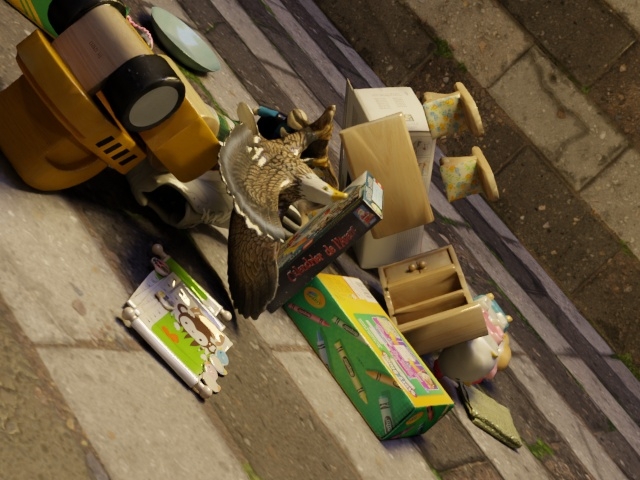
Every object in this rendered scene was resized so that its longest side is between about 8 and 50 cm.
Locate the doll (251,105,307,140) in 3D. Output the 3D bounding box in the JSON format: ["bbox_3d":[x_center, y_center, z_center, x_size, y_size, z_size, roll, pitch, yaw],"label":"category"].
[{"bbox_3d":[-0.089,-0.199,2.059,0.129,0.189,0.046,40,48,-21],"label":"doll"}]

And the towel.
[{"bbox_3d":[0.323,0.331,2.073,0.148,0.027,0.110,37,20,-27],"label":"towel"}]

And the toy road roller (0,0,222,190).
[{"bbox_3d":[-0.300,-0.171,1.469,0.202,0.240,0.329,53,1,19],"label":"toy road roller"}]

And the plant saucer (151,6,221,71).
[{"bbox_3d":[-0.297,-0.419,2.333,0.195,0.037,0.195,41,18,-16],"label":"plant saucer"}]

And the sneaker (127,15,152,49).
[{"bbox_3d":[-0.378,-0.407,2.119,0.119,0.047,0.057,45,36,5],"label":"sneaker"}]

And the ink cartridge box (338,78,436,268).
[{"bbox_3d":[0.126,-0.146,2.227,0.130,0.309,0.272,-2,33,-11],"label":"ink cartridge box"}]

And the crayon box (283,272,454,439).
[{"bbox_3d":[0.077,0.181,1.743,0.278,0.081,0.165,53,18,23],"label":"crayon box"}]

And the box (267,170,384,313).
[{"bbox_3d":[0.000,0.000,1.719,0.044,0.233,0.159,45,17,-12],"label":"box"}]

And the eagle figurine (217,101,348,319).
[{"bbox_3d":[-0.070,-0.069,1.573,0.226,0.225,0.298,52,54,-18],"label":"eagle figurine"}]

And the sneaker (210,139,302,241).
[{"bbox_3d":[-0.157,-0.108,1.863,0.281,0.106,0.162,45,8,-42],"label":"sneaker"}]

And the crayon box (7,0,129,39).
[{"bbox_3d":[-0.485,-0.452,1.890,0.318,0.081,0.202,38,19,-21],"label":"crayon box"}]

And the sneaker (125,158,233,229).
[{"bbox_3d":[-0.191,-0.052,1.661,0.262,0.099,0.121,23,34,-35],"label":"sneaker"}]

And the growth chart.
[{"bbox_3d":[-0.179,0.105,1.421,0.172,0.021,0.237,43,17,-12],"label":"growth chart"}]

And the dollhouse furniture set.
[{"bbox_3d":[0.151,-0.025,1.970,0.256,0.362,0.394,-99,171,-64],"label":"dollhouse furniture set"}]

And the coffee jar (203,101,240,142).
[{"bbox_3d":[-0.188,-0.184,1.943,0.184,0.096,0.079,22,31,-54],"label":"coffee jar"}]

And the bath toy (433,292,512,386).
[{"bbox_3d":[0.303,0.210,2.142,0.151,0.129,0.348,53,16,4],"label":"bath toy"}]
